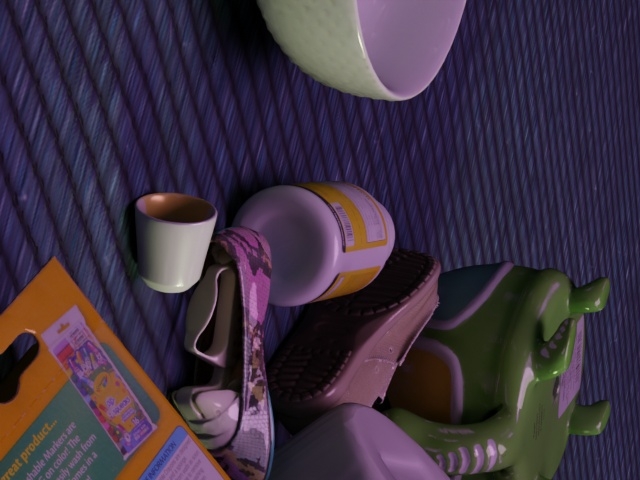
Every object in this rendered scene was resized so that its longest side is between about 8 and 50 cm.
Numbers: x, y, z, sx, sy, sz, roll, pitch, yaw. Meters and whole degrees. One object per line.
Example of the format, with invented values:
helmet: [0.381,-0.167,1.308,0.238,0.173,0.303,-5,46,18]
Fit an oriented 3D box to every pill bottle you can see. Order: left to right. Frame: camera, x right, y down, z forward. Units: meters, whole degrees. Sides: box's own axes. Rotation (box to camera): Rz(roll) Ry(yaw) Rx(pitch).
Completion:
pill bottle: [0.000,0.000,1.696,0.184,0.103,0.103,-8,104,-68]

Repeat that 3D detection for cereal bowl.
cereal bowl: [0.021,-0.289,1.603,0.339,0.141,0.339,8,90,-69]

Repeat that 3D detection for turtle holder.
turtle holder: [0.153,0.162,1.973,0.243,0.227,0.320,74,32,-47]

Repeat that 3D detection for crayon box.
crayon box: [-0.149,0.199,1.260,0.323,0.083,0.203,54,42,-16]

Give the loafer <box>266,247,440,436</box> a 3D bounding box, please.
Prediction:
loafer: [0.031,0.100,1.827,0.268,0.102,0.092,-46,140,-43]

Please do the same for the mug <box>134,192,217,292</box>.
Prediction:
mug: [-0.109,0.002,1.482,0.078,0.062,0.064,-29,132,-56]

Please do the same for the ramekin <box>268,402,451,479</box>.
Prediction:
ramekin: [0.053,0.270,1.664,0.135,0.277,0.277,-41,160,9]

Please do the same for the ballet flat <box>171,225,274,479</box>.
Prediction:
ballet flat: [-0.081,0.098,1.581,0.079,0.077,0.221,1,91,-50]
